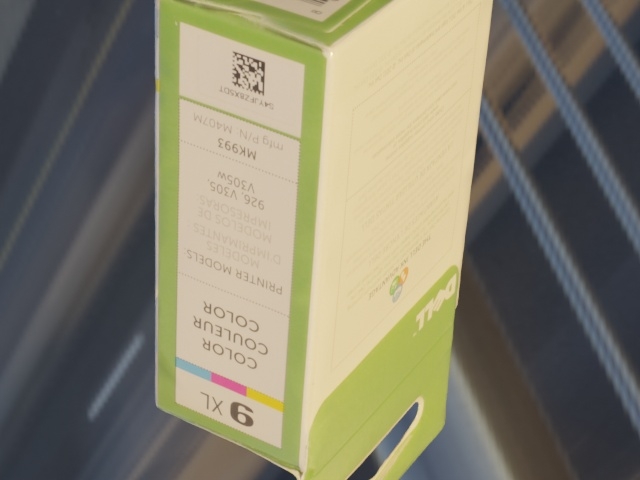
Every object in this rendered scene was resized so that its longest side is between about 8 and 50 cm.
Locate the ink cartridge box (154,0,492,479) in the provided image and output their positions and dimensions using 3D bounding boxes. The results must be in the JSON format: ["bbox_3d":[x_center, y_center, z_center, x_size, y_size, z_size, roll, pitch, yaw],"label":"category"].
[{"bbox_3d":[0.000,0.000,0.517,0.062,0.109,0.209,20,128,23],"label":"ink cartridge box"}]
